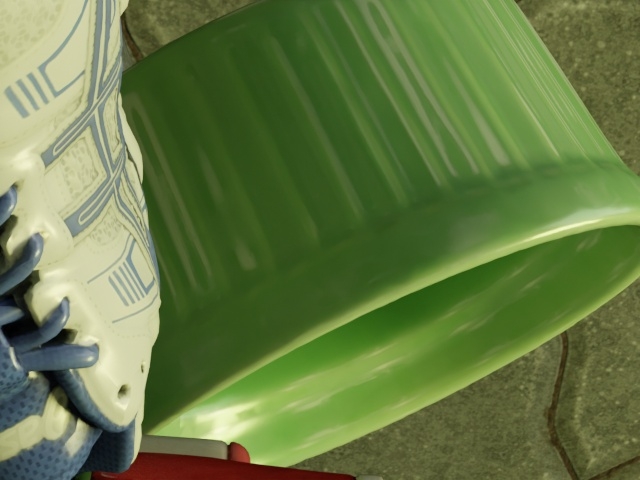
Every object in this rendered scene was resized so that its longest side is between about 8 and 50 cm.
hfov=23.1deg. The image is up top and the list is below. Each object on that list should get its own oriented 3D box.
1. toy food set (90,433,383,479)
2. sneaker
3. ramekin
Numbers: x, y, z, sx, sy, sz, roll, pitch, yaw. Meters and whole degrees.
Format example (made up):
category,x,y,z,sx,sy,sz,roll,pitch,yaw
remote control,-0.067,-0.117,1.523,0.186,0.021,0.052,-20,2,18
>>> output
category,x,y,z,sx,sy,sz,roll,pitch,yaw
toy food set,-0.028,0.129,0.533,0.232,0.105,0.111,-138,-128,-83
sneaker,-0.081,-0.004,0.379,0.296,0.112,0.131,77,-4,-78
ramekin,0.000,0.000,0.756,0.303,0.303,0.148,79,-13,-74
